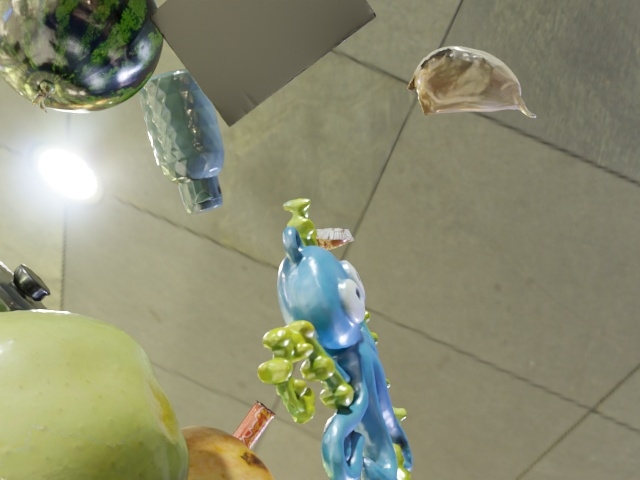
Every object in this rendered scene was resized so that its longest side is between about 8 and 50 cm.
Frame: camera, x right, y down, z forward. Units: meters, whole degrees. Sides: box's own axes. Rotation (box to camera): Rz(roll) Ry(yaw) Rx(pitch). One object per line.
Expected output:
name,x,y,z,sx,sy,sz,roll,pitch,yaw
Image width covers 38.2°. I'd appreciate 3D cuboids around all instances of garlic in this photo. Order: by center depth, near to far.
garlic,0.179,-0.188,1.096,0.152,0.066,0.084,2,96,12

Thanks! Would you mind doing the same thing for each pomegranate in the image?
pomegranate,-0.211,0.455,1.398,0.342,0.342,0.342,15,140,13

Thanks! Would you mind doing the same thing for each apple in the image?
apple,-0.305,0.239,0.883,0.357,0.357,0.357,15,140,13

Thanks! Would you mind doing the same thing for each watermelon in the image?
watermelon,-0.376,-0.325,1.416,0.269,0.269,0.269,15,140,13

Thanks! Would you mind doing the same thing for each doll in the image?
doll,0.035,0.133,1.092,0.099,0.346,0.341,-26,106,17

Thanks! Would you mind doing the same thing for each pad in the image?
pad,-0.088,-0.309,1.277,0.300,0.005,0.202,-32,98,35

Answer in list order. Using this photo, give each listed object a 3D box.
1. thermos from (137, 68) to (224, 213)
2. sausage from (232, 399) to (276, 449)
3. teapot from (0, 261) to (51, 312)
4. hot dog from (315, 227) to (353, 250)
thermos,-0.275,-0.197,1.895,0.182,0.145,0.286,-172,68,-77
sausage,-0.139,0.355,1.640,0.048,0.145,0.050,31,168,26
teapot,-0.525,0.154,1.245,0.200,0.337,0.270,42,172,31
hot dog,0.000,0.000,2.368,0.192,0.053,0.099,-4,174,34
